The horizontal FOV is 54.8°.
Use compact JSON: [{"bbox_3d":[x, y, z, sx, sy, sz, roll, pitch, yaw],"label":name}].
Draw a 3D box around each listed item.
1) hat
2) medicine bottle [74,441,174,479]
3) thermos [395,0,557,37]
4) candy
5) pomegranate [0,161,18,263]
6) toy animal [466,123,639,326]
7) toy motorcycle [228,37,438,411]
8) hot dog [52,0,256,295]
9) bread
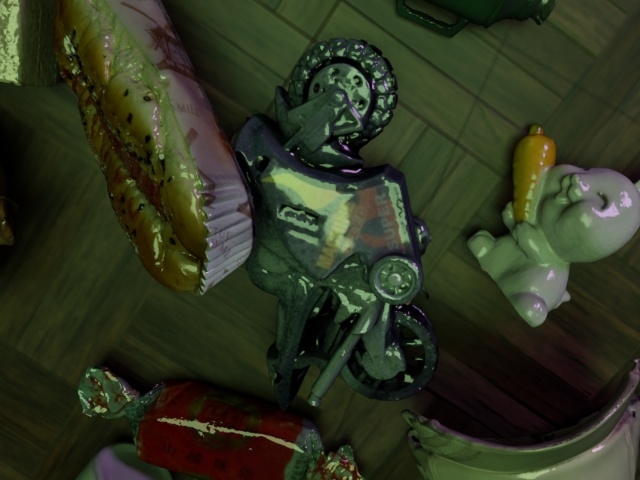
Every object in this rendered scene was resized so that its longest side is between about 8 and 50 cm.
[{"bbox_3d":[0.183,0.190,0.501,0.219,0.226,0.164,-14,82,9],"label":"hat"},{"bbox_3d":[-0.248,0.317,0.602,0.095,0.095,0.260,39,102,-7],"label":"medicine bottle"},{"bbox_3d":[0.086,-0.209,0.461,0.187,0.073,0.083,23,103,-3],"label":"thermos"},{"bbox_3d":[-0.089,0.185,0.578,0.292,0.059,0.086,17,106,0],"label":"candy"},{"bbox_3d":[-0.339,-0.025,0.473,0.215,0.215,0.215,1,104,3],"label":"pomegranate"},{"bbox_3d":[0.219,-0.022,0.508,0.181,0.131,0.127,-43,131,19],"label":"toy animal"},{"bbox_3d":[0.000,0.000,0.508,0.173,0.108,0.307,-7,105,14],"label":"toy motorcycle"},{"bbox_3d":[-0.131,-0.084,0.457,0.268,0.075,0.144,59,145,15],"label":"hot dog"},{"bbox_3d":[-0.260,-0.197,0.480,0.105,0.077,0.152,9,103,-1],"label":"bread"}]
